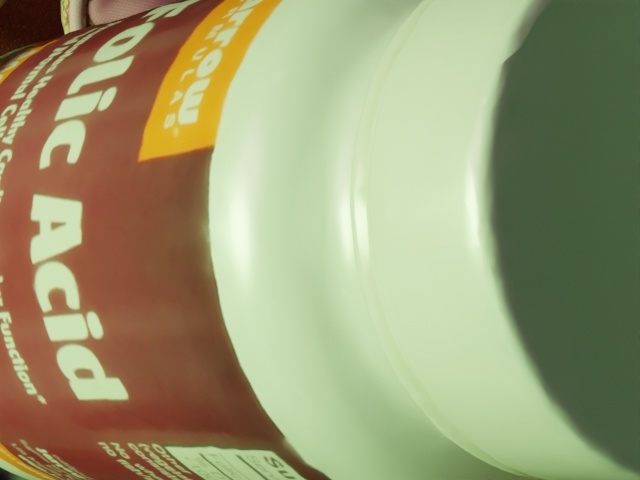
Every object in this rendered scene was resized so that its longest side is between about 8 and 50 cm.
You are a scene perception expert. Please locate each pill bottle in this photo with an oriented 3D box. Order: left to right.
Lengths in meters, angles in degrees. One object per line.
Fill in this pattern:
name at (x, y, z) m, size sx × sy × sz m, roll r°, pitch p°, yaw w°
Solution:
pill bottle at (0.000, 0.000, 0.759) m, size 0.392 × 0.224 × 0.224 m, roll -6°, pitch 70°, yaw 51°

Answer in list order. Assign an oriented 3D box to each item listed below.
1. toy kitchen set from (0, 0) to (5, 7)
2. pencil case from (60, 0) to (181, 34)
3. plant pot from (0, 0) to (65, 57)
toy kitchen set at (-0.234, -0.122, 0.913) m, size 0.207 × 0.122 × 0.166 m, roll -36°, pitch 23°, yaw 51°
pencil case at (-0.089, -0.258, 1.049) m, size 0.167 × 0.160 × 0.386 m, roll 119°, pitch 147°, yaw -43°
plant pot at (-0.285, -0.112, 1.171) m, size 0.267 × 0.235 × 0.267 m, roll 28°, pitch 97°, yaw 54°
